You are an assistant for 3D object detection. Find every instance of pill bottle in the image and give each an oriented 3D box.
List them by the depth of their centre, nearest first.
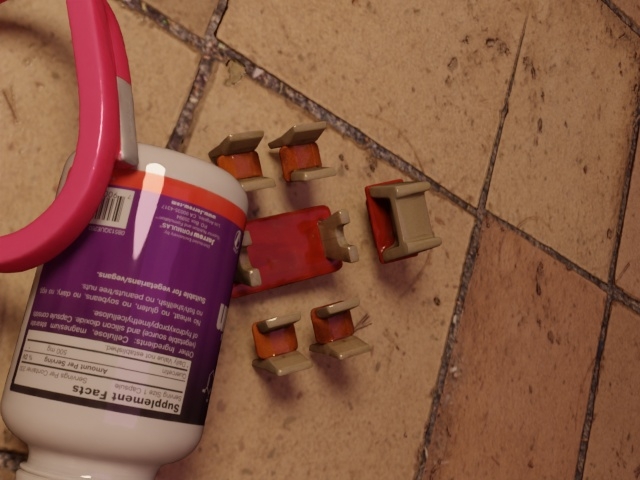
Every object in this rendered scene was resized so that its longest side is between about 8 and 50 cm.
[{"bbox_3d":[-0.181,0.083,0.692,0.181,0.181,0.323,18,75,-32],"label":"pill bottle"}]

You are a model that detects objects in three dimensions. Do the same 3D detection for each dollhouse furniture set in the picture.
[{"bbox_3d":[0.000,0.000,0.885,0.259,0.135,0.262,-12,92,-24],"label":"dollhouse furniture set"}]

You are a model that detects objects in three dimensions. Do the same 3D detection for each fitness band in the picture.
[{"bbox_3d":[-0.268,-0.116,0.642,0.054,0.208,0.291,41,37,-70],"label":"fitness band"}]
